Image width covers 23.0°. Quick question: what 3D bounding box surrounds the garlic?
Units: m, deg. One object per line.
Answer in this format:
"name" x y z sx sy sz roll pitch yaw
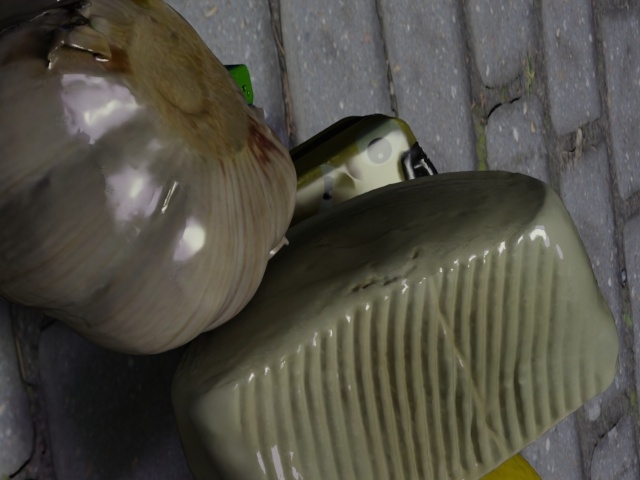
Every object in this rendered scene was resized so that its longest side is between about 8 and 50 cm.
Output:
"garlic" -0.161 -0.064 1.206 0.322 0.241 0.322 9 77 -44

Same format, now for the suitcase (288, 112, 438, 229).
"suitcase" 0.012 -0.001 1.525 0.235 0.143 0.194 -33 108 -19

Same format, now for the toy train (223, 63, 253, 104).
"toy train" -0.131 -0.117 1.440 0.209 0.042 0.044 -34 118 -54

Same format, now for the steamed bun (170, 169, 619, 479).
"steamed bun" 0.045 0.094 1.349 0.383 0.236 0.247 -30 115 -14

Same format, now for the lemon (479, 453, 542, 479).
"lemon" 0.084 0.340 1.514 0.387 0.350 0.349 31 64 -58
